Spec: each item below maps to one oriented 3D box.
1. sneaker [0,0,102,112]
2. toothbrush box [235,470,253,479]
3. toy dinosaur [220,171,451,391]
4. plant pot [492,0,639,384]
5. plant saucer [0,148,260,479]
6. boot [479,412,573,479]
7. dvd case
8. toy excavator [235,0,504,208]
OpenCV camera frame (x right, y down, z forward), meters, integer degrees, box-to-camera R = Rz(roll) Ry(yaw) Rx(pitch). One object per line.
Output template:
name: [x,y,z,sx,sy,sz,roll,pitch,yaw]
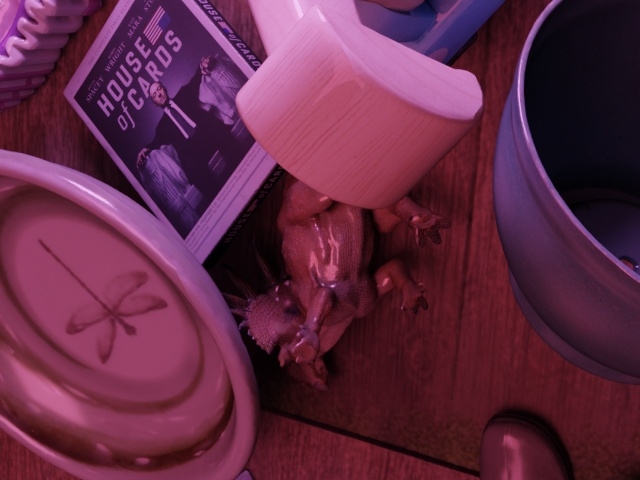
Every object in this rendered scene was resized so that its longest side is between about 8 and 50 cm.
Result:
sneaker: [-0.294,-0.213,1.458,0.236,0.095,0.104,-45,77,25]
toothbrush box: [-0.157,0.385,1.552,0.283,0.122,0.206,-27,93,31]
toy dinosaur: [0.000,0.000,1.366,0.200,0.127,0.296,22,100,58]
plant pot: [0.242,-0.018,1.064,0.293,0.293,0.196,40,146,10]
plant saucer: [-0.212,0.065,1.415,0.400,0.100,0.400,19,135,20]
boot: [0.164,0.289,1.340,0.083,0.161,0.247,1,106,26]
dvd case: [-0.125,-0.119,1.398,0.239,0.029,0.179,50,121,22]
toy excavator: [0.022,-0.213,1.054,0.222,0.445,0.433,-46,68,30]
